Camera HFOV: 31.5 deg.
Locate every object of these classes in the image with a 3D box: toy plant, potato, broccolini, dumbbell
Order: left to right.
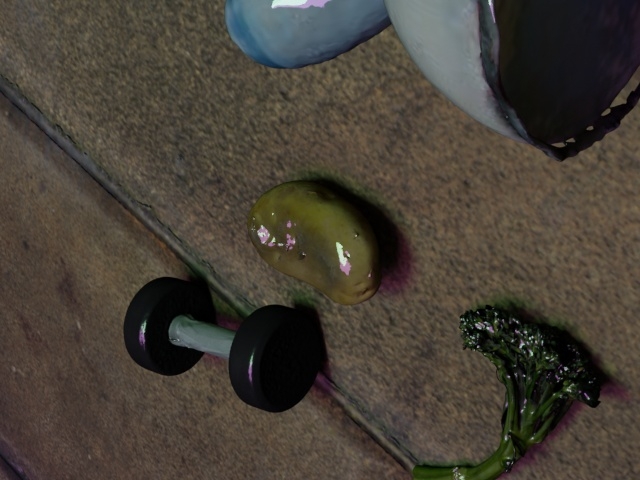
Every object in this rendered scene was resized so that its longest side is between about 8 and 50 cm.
[{"bbox_3d":[-0.098,0.099,1.107,0.191,0.100,0.100,12,122,41],"label":"dumbbell"},{"bbox_3d":[0.000,0.000,0.970,0.138,0.070,0.092,30,131,27],"label":"potato"},{"bbox_3d":[0.043,-0.210,0.689,0.332,0.247,0.247,27,131,37],"label":"toy plant"},{"bbox_3d":[0.125,0.142,0.954,0.123,0.062,0.271,57,144,17],"label":"broccolini"}]
